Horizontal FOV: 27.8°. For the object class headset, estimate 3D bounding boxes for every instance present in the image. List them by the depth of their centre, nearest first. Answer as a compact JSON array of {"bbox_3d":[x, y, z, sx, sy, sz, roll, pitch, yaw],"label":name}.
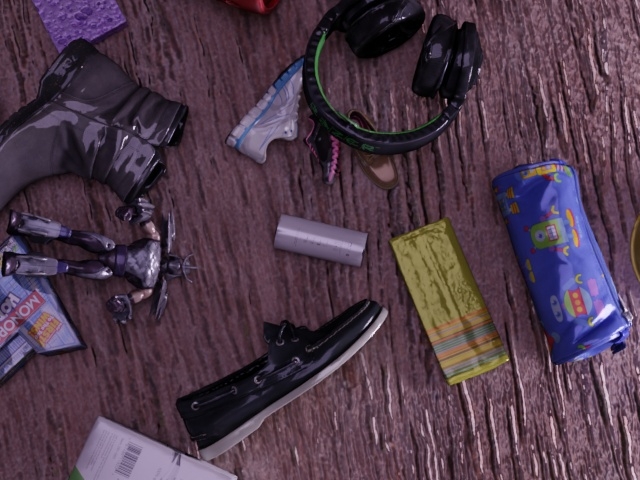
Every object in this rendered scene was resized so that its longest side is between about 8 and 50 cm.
[{"bbox_3d":[0.142,-0.313,1.906,0.243,0.185,0.394,35,72,5],"label":"headset"}]

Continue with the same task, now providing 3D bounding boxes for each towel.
[{"bbox_3d":[0.190,0.090,1.930,0.102,0.021,0.237,-21,81,-8],"label":"towel"}]

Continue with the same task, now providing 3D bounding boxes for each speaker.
[{"bbox_3d":[0.000,0.000,1.926,0.136,0.055,0.055,12,82,3],"label":"speaker"}]

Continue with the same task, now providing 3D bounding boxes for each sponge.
[{"bbox_3d":[-0.396,-0.397,2.005,0.117,0.031,0.210,-28,82,-3],"label":"sponge"}]

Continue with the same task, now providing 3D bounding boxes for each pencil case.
[{"bbox_3d":[0.354,0.028,1.883,0.133,0.119,0.306,-22,81,22],"label":"pencil case"}]

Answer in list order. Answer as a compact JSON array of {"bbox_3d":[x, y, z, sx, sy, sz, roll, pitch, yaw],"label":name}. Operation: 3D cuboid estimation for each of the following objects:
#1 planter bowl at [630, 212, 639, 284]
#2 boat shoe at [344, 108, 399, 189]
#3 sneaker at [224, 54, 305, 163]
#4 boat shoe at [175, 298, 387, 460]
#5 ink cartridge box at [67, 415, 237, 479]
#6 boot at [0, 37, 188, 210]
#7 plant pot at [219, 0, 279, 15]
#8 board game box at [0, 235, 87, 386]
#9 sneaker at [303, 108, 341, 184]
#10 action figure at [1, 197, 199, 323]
[{"bbox_3d":[0.573,0.010,1.899,0.217,0.090,0.217,0,82,1],"label":"planter bowl"},{"bbox_3d":[0.074,-0.138,1.951,0.050,0.045,0.135,-32,82,-4],"label":"boat shoe"},{"bbox_3d":[-0.056,-0.197,1.959,0.083,0.071,0.190,40,88,-6],"label":"sneaker"},{"bbox_3d":[-0.063,0.173,1.866,0.340,0.127,0.113,-37,94,5],"label":"boat shoe"},{"bbox_3d":[-0.248,0.369,1.855,0.219,0.092,0.160,24,83,4],"label":"ink cartridge box"},{"bbox_3d":[-0.364,-0.115,1.925,0.223,0.118,0.338,36,88,1],"label":"boot"},{"bbox_3d":[-0.136,-0.448,1.936,0.174,0.191,0.191,15,82,12],"label":"plant pot"},{"bbox_3d":[-0.450,0.123,1.912,0.194,0.060,0.194,-45,82,-6],"label":"board game box"},{"bbox_3d":[0.002,-0.141,1.957,0.057,0.047,0.119,-2,74,7],"label":"sneaker"},{"bbox_3d":[-0.316,0.027,1.886,0.285,0.099,0.185,8,77,-17],"label":"action figure"}]
